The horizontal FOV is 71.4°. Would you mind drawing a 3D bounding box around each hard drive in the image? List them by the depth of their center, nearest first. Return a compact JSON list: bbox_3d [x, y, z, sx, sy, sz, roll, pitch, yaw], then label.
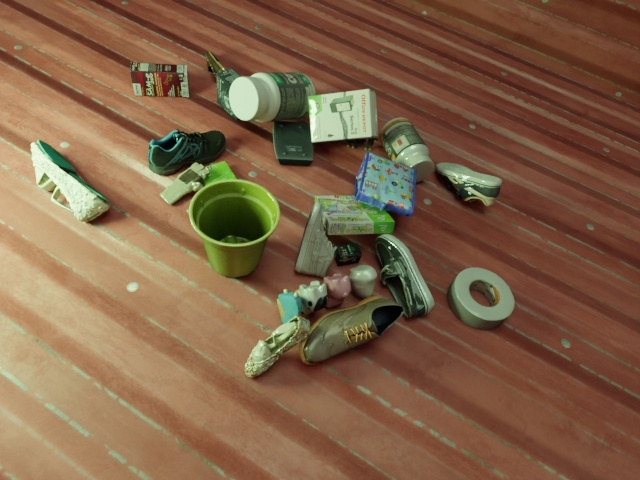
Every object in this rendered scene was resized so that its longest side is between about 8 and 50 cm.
[{"bbox_3d":[-0.123,-0.424,1.947,0.172,0.054,0.254,1,52,-12],"label":"hard drive"}]

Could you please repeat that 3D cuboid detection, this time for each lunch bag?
[{"bbox_3d":[0.254,-0.200,1.736,0.221,0.138,0.293,19,33,-4],"label":"lunch bag"}]

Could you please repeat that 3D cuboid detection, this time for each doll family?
[{"bbox_3d":[0.166,-0.480,2.014,0.193,0.111,0.076,3,52,-9],"label":"doll family"}]

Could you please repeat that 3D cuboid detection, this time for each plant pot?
[{"bbox_3d":[-0.281,-0.017,1.469,0.276,0.253,0.276,5,52,-7],"label":"plant pot"}]

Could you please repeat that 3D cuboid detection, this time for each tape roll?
[{"bbox_3d":[0.570,0.205,1.587,0.219,0.072,0.219,5,52,-7],"label":"tape roll"}]

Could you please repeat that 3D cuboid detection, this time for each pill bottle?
[{"bbox_3d":[-0.204,-0.621,1.930,0.204,0.204,0.361,41,37,19],"label":"pill bottle"},{"bbox_3d":[0.379,-0.397,1.960,0.162,0.162,0.278,-8,54,-18],"label":"pill bottle"}]

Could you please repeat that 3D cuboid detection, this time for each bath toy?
[{"bbox_3d":[0.035,0.179,1.466,0.348,0.128,0.151,-15,13,-26],"label":"bath toy"}]

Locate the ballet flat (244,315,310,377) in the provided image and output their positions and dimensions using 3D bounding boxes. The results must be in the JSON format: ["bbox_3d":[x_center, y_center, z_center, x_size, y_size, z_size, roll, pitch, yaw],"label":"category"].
[{"bbox_3d":[-0.137,0.303,1.314,0.241,0.077,0.091,-39,44,-10],"label":"ballet flat"}]

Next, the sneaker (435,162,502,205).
[{"bbox_3d":[0.622,-0.243,1.928,0.126,0.127,0.321,-16,33,-29],"label":"sneaker"}]

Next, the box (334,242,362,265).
[{"bbox_3d":[0.099,0.052,1.615,0.083,0.062,0.052,-8,56,-17],"label":"box"}]

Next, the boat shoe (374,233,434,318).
[{"bbox_3d":[0.269,0.117,1.561,0.119,0.121,0.335,-15,59,-27],"label":"boat shoe"}]

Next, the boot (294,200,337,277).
[{"bbox_3d":[0.000,0.000,1.548,0.124,0.258,0.095,15,12,-6],"label":"boot"}]

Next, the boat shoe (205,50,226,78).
[{"bbox_3d":[-0.528,-0.864,2.199,0.073,0.073,0.207,-41,55,10],"label":"boat shoe"}]

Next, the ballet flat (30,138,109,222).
[{"bbox_3d":[-0.919,-0.206,1.573,0.409,0.147,0.147,38,55,19],"label":"ballet flat"}]

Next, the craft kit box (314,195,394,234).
[{"bbox_3d":[0.121,-0.101,1.688,0.250,0.060,0.246,-2,32,-13],"label":"craft kit box"}]

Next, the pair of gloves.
[{"bbox_3d":[-0.459,-0.179,1.677,0.240,0.042,0.204,31,69,18],"label":"pair of gloves"}]

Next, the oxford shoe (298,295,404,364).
[{"bbox_3d":[0.099,0.270,1.373,0.364,0.133,0.129,-28,98,-27],"label":"oxford shoe"}]

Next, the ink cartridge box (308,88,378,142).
[{"bbox_3d":[0.099,-0.530,1.913,0.273,0.198,0.115,-1,10,20],"label":"ink cartridge box"}]

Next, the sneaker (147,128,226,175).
[{"bbox_3d":[-0.522,-0.376,1.773,0.341,0.139,0.125,-34,64,-33],"label":"sneaker"}]

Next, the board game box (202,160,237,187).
[{"bbox_3d":[-0.374,-0.201,1.734,0.124,0.039,0.259,-23,57,-24],"label":"board game box"}]

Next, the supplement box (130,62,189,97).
[{"bbox_3d":[-0.720,-0.722,2.010,0.240,0.130,0.073,-2,54,-12],"label":"supplement box"}]

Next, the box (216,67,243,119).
[{"bbox_3d":[-0.389,-0.661,2.012,0.093,0.156,0.158,-33,65,-30],"label":"box"}]
